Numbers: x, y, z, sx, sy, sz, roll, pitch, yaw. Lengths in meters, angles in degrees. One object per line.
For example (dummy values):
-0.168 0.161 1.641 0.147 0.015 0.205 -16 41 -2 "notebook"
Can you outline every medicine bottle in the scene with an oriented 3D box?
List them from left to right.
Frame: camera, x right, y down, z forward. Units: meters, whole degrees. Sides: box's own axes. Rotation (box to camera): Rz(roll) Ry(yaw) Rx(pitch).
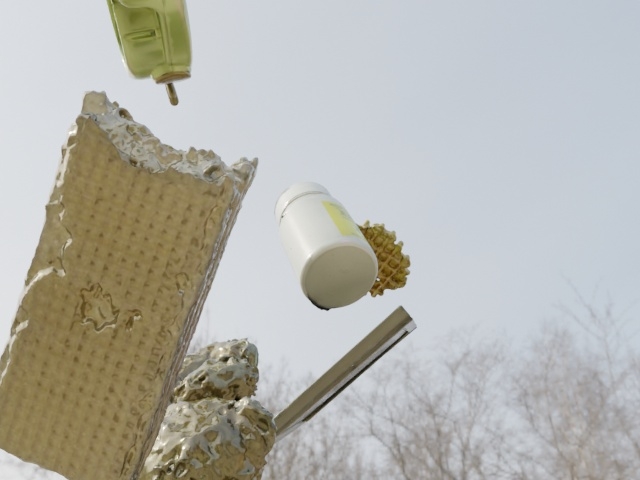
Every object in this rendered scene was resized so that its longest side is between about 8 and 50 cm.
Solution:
0.000 0.000 1.323 0.144 0.258 0.143 -9 -58 -15 "medicine bottle"

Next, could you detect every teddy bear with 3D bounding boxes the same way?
-0.146 0.225 0.776 0.156 0.267 0.256 40 -10 -36 "teddy bear"

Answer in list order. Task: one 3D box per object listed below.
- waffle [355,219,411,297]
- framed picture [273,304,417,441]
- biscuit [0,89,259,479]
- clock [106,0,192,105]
0.100 0.041 1.483 0.191 0.038 0.191 13 -54 18 "waffle"
0.036 0.240 1.252 0.326 0.028 0.446 -41 -12 1 "framed picture"
-0.129 0.038 0.447 0.108 0.062 0.238 22 -78 1 "biscuit"
-0.252 -0.332 1.031 0.096 0.235 0.308 -17 -27 -13 "clock"
